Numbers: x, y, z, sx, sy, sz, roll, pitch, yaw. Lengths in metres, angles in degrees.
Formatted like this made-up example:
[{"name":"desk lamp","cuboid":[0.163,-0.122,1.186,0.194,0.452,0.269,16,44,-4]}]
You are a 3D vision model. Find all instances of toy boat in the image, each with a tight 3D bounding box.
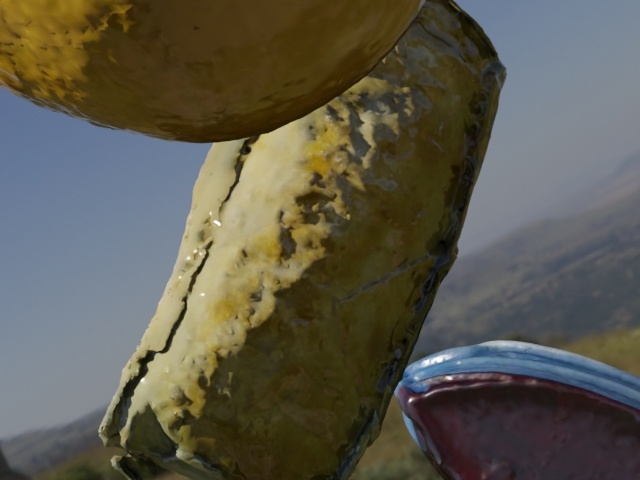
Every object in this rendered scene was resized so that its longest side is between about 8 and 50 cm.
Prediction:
[{"name":"toy boat","cuboid":[0.181,0.146,0.930,0.142,0.309,0.129,9,-80,-67]}]

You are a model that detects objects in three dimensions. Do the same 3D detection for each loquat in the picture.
[{"name":"loquat","cuboid":[-0.053,-0.133,0.467,0.208,0.208,0.208,-28,-3,-2]}]

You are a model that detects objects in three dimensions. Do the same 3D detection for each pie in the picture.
[{"name":"pie","cuboid":[0.000,0.000,0.665,0.282,0.129,0.068,-65,17,-17]}]
